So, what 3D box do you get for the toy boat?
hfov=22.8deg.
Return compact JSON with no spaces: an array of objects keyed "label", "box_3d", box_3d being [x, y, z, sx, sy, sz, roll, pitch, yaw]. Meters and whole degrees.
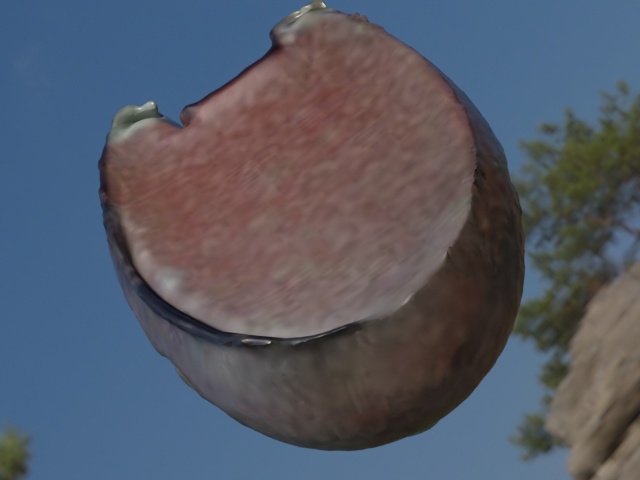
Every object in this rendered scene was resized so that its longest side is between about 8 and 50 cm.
[{"label":"toy boat","box_3d":[0.000,0.000,0.623,0.155,0.227,0.085,-29,-53,-4]}]
